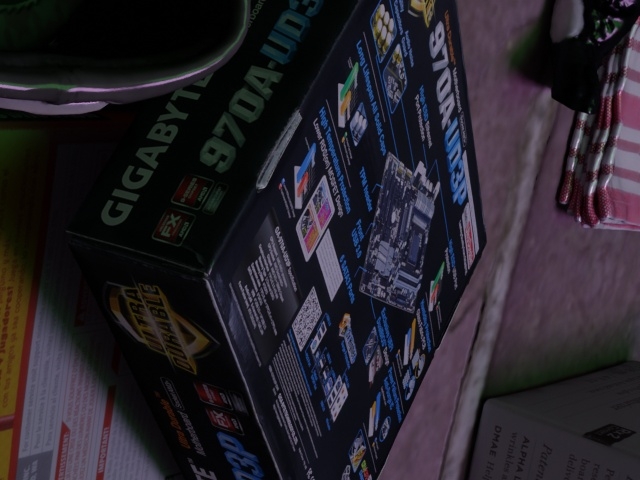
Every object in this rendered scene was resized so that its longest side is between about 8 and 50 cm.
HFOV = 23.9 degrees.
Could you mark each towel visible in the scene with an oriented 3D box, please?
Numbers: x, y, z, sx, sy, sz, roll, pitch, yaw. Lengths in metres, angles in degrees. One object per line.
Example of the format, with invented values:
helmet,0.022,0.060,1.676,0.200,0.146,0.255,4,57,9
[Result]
towel,0.195,-0.100,0.838,0.144,0.029,0.197,3,102,-55

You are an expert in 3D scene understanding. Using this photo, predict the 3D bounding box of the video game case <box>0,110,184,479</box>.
video game case,-0.123,0.060,0.478,0.285,0.025,0.204,-7,110,-53

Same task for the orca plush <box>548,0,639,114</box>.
orca plush,0.162,-0.196,0.686,0.151,0.102,0.287,2,103,-54

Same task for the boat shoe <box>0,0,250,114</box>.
boat shoe,-0.139,-0.100,0.324,0.335,0.095,0.112,14,93,-55

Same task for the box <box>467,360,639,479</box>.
box,0.168,0.176,0.842,0.181,0.119,0.182,-6,109,-53

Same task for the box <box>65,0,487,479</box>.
box,0.000,0.000,0.542,0.175,0.051,0.220,-63,156,-28
